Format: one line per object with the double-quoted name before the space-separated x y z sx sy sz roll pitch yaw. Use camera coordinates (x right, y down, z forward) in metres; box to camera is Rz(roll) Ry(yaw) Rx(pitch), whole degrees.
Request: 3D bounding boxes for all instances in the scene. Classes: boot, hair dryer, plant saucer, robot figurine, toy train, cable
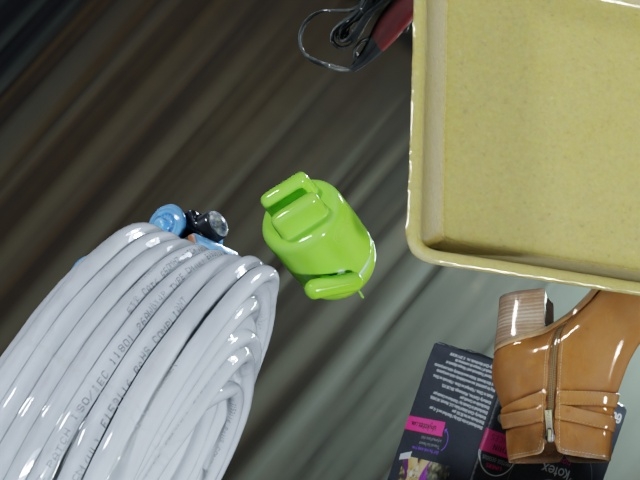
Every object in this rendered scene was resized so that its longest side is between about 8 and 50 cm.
"boot" 0.241 0.112 1.276 0.197 0.152 0.073 -12 -26 29
"hair dryer" 0.118 -0.302 1.776 0.293 0.080 0.224 5 -43 8
"plant saucer" 0.218 -0.098 1.178 0.332 0.333 0.081 9 -25 -12
"robot figurine" 0.000 0.000 1.135 0.115 0.067 0.101 52 6 -46
"toy train" -0.152 0.044 1.339 0.080 0.184 0.105 29 38 -49
"cable" -0.109 0.114 0.726 0.089 0.257 0.257 27 -17 8

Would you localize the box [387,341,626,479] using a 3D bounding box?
"box" 0.172 0.261 1.535 0.165 0.270 0.143 20 -2 -28
